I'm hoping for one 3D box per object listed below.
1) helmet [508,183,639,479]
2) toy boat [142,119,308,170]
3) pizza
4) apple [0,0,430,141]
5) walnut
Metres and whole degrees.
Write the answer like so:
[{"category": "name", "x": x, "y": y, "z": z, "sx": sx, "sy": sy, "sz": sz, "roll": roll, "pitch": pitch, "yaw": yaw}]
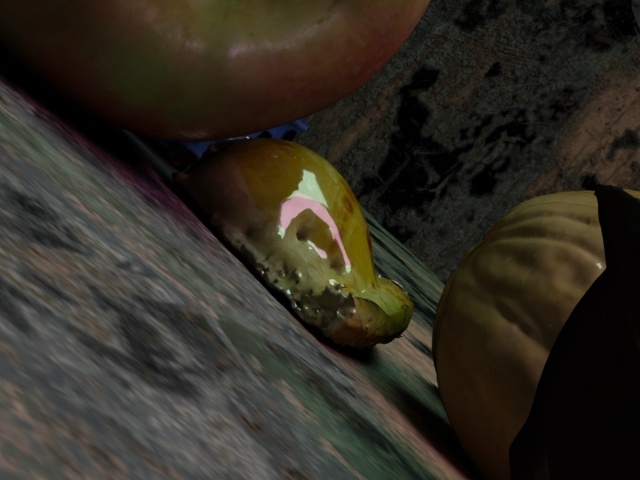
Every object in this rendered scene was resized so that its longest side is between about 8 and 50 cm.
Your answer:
[{"category": "helmet", "x": 0.180, "y": 0.124, "z": 0.587, "sx": 0.305, "sy": 0.177, "sz": 0.225, "roll": 35, "pitch": -7, "yaw": 43}, {"category": "toy boat", "x": -0.060, "y": -0.084, "z": 1.131, "sx": 0.100, "sy": 0.097, "sz": 0.223, "roll": 46, "pitch": 7, "yaw": 23}, {"category": "pizza", "x": -0.006, "y": -0.006, "z": 0.921, "sx": 0.188, "sy": 0.080, "sz": 0.204, "roll": 40, "pitch": 5, "yaw": -2}, {"category": "apple", "x": -0.086, "y": -0.221, "z": 0.885, "sx": 0.319, "sy": 0.319, "sz": 0.277, "roll": 39, "pitch": 7, "yaw": -20}, {"category": "walnut", "x": 0.189, "y": 0.089, "z": 0.862, "sx": 0.261, "sy": 0.225, "sz": 0.225, "roll": 40, "pitch": 4, "yaw": 11}]
